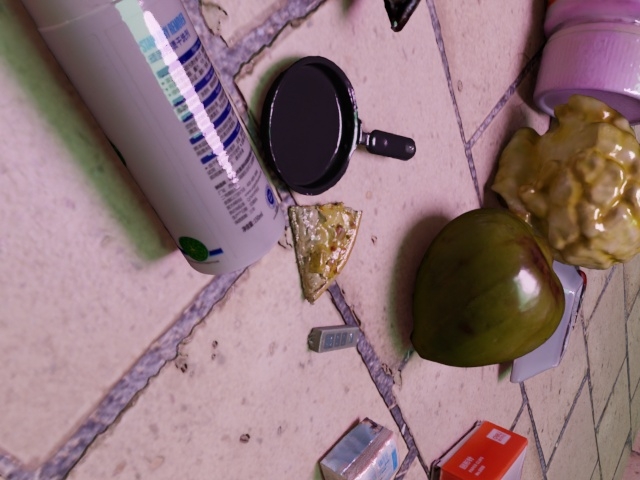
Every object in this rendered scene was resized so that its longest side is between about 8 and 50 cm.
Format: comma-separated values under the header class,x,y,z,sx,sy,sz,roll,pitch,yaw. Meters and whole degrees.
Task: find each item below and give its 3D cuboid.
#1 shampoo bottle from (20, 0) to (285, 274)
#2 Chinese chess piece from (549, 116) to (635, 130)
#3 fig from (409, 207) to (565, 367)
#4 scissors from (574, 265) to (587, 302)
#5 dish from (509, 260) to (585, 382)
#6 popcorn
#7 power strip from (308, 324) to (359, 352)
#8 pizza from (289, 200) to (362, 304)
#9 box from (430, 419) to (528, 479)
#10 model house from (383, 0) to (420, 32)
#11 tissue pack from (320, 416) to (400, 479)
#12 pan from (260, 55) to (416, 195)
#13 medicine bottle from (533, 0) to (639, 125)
class,x,y,z,sx,sy,sz,roll,pitch,yaw
shampoo bottle,-0.120,-0.112,0.392,0.092,0.092,0.303,-50,133,-29
Chinese chess piece,0.541,-0.215,1.136,0.250,0.101,0.250,-16,112,-48
fig,0.206,0.070,0.774,0.225,0.203,0.203,-39,144,20
scissors,0.535,0.022,1.188,0.144,0.017,0.247,96,14,-84
dish,0.440,0.145,1.091,0.182,0.080,0.243,-25,125,-52
popcorn,0.418,-0.091,0.917,0.293,0.293,0.237,-6,145,-49
power strip,0.018,0.113,0.671,0.083,0.017,0.027,3,99,-48
pizza,0.000,0.000,0.613,0.108,0.026,0.122,43,68,-44
box,0.271,0.414,0.985,0.182,0.099,0.133,-21,118,-47
model house,0.042,-0.313,0.539,0.152,0.106,0.165,12,55,-39
tissue pack,0.053,0.282,0.723,0.094,0.059,0.074,-35,127,-39
pan,0.025,-0.111,0.610,0.235,0.028,0.136,3,98,-47
medicine bottle,0.486,-0.398,0.932,0.219,0.219,0.388,13,91,-50
